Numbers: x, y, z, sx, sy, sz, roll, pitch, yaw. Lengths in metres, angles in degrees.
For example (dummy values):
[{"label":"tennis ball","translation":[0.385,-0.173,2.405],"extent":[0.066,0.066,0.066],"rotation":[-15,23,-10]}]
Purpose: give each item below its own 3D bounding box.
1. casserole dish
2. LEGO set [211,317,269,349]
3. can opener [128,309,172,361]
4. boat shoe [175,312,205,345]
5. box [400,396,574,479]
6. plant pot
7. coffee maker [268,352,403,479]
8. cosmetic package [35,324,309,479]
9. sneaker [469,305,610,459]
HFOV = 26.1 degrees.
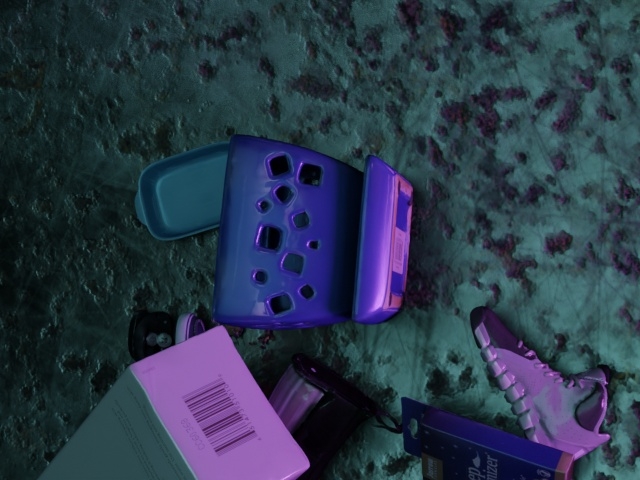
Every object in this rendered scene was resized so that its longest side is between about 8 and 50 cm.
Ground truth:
[{"label":"casserole dish","translation":[-0.166,-0.067,1.904],"extent":[0.188,0.037,0.114],"rotation":[-17,81,17]},{"label":"LEGO set","translation":[-0.108,0.121,1.884],"extent":[0.083,0.023,0.054],"rotation":[38,102,4]},{"label":"can opener","translation":[-0.231,0.188,1.910],"extent":[0.059,0.073,0.186],"rotation":[-2,89,-20]},{"label":"boat shoe","translation":[-0.140,0.184,1.870],"extent":[0.083,0.065,0.183],"rotation":[-10,91,17]},{"label":"box","translation":[0.199,0.276,1.711],"extent":[0.225,0.136,0.036],"rotation":[18,54,20]},{"label":"plant pot","translation":[0.000,0.000,1.744],"extent":[0.212,0.236,0.236],"rotation":[4,86,11]},{"label":"coffee maker","translation":[-0.015,0.265,1.788],"extent":[0.171,0.120,0.178],"rotation":[37,99,17]},{"label":"cosmetic package","translation":[-0.203,0.302,1.742],"extent":[0.217,0.156,0.385],"rotation":[57,139,12]},{"label":"sneaker","translation":[0.287,0.163,1.716],"extent":[0.132,0.086,0.229],"rotation":[-28,88,11]}]
